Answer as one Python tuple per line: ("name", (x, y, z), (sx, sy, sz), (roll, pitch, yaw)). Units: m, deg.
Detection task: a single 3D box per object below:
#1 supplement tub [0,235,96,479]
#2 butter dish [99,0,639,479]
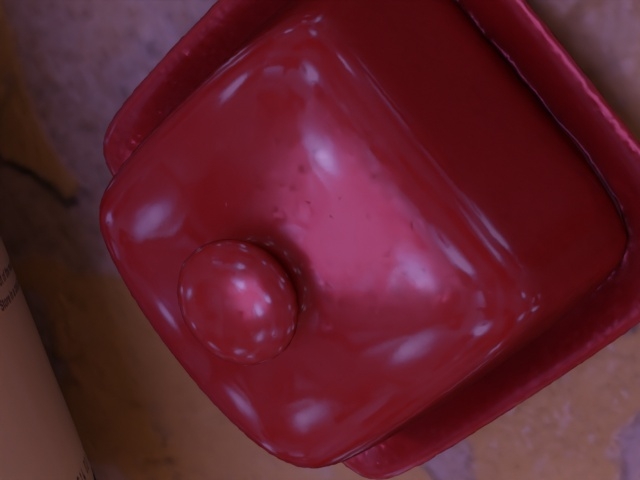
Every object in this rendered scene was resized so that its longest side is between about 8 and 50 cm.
("supplement tub", (-0.222, 0.020, 0.493), (0.235, 0.235, 0.325), (-11, 104, 31))
("butter dish", (0.000, 0.000, 0.439), (0.160, 0.118, 0.160), (-39, 90, 33))
